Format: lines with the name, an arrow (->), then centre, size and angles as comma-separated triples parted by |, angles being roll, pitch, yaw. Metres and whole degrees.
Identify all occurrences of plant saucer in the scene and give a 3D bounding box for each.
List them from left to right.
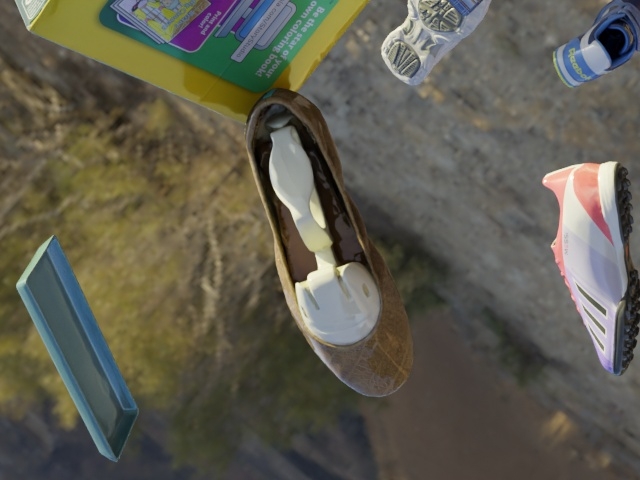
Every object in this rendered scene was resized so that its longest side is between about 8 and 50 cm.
plant saucer -> -0.199, 0.091, 1.148 | 0.018, 0.067, 0.192 | -8, 122, 18

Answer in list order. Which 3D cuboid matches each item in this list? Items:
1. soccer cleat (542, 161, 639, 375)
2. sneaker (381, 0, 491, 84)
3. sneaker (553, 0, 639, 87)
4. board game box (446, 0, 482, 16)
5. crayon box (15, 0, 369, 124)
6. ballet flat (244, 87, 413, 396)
soccer cleat -> 0.394, 0.042, 2.013 | 0.116, 0.108, 0.318 | -1, 108, 23
sneaker -> 0.164, -0.299, 1.798 | 0.090, 0.115, 0.232 | 47, 149, -2
sneaker -> 0.280, -0.192, 1.308 | 0.053, 0.144, 0.059 | 54, 146, -9
board game box -> 0.002, -0.233, 0.737 | 0.194, 0.060, 0.194 | 38, -169, -45
crayon box -> -0.079, -0.315, 1.393 | 0.313, 0.363, 0.106 | 20, -150, -42
ballet flat -> 0.000, 0.000, 1.430 | 0.124, 0.116, 0.342 | 21, -129, -80
